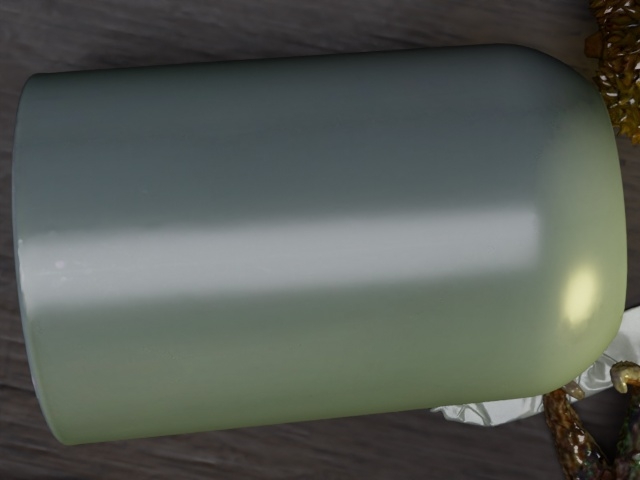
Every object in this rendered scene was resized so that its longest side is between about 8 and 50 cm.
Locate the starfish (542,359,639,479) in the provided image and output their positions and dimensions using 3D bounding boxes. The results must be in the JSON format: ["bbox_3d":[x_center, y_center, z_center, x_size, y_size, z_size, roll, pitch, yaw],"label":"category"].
[{"bbox_3d":[0.188,0.176,0.919,0.053,0.150,0.210,-13,80,-28],"label":"starfish"}]

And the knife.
[{"bbox_3d":[0.209,0.059,0.942,0.298,0.017,0.047,-21,100,9],"label":"knife"}]

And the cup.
[{"bbox_3d":[0.000,0.000,0.841,0.312,0.205,0.205,-4,100,0],"label":"cup"}]

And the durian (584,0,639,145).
[{"bbox_3d":[0.216,-0.139,0.848,0.168,0.137,0.158,-23,109,4],"label":"durian"}]
